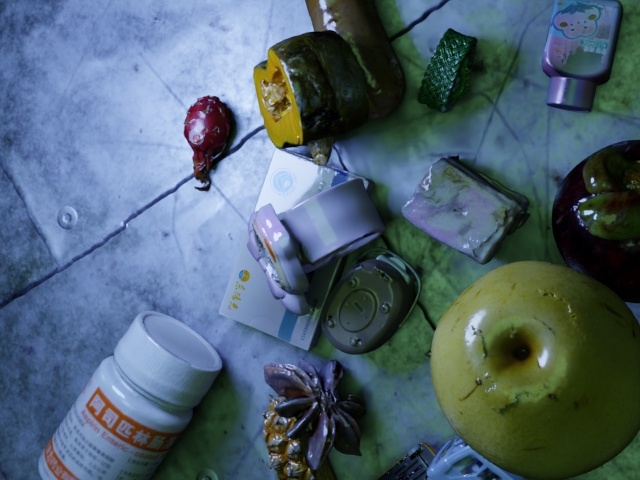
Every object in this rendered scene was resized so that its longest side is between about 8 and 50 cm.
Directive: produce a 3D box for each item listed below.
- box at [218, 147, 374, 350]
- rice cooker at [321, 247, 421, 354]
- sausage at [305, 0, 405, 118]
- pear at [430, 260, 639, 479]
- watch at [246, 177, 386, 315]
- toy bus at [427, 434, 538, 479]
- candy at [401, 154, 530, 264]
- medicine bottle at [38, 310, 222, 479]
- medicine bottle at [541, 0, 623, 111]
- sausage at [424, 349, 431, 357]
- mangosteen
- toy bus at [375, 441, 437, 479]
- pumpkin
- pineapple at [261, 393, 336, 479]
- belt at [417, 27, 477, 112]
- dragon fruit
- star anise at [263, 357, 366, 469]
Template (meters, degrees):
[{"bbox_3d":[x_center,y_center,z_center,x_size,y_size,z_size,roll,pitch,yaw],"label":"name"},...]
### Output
[{"bbox_3d":[-0.047,0.014,1.862,0.200,0.065,0.343,21,97,16],"label":"box"},{"bbox_3d":[0.088,0.117,1.790,0.145,0.127,0.206,38,109,13],"label":"rice cooker"},{"bbox_3d":[0.035,-0.461,1.803,0.136,0.123,0.501,-18,84,19],"label":"sausage"},{"bbox_3d":[0.342,0.200,1.521,0.348,0.348,0.348,0,91,17],"label":"pear"},{"bbox_3d":[0.000,0.000,1.729,0.217,0.248,0.211,-25,83,-11],"label":"watch"},{"bbox_3d":[0.350,0.457,1.689,0.329,0.109,0.136,38,133,8],"label":"toy bus"},{"bbox_3d":[0.258,-0.056,1.714,0.195,0.185,0.137,33,104,10],"label":"candy"},{"bbox_3d":[-0.366,0.337,1.890,0.211,0.211,0.371,38,101,14],"label":"medicine bottle"},{"bbox_3d":[0.446,-0.322,1.690,0.119,0.094,0.188,12,94,15],"label":"medicine bottle"},{"bbox_3d":[0.320,0.279,1.719,0.317,0.125,0.117,31,100,15],"label":"sausage"},{"bbox_3d":[0.512,-0.037,1.574,0.288,0.288,0.288,0,91,17],"label":"mangosteen"},{"bbox_3d":[0.158,0.440,1.798,0.162,0.074,0.069,-43,71,15],"label":"toy bus"},{"bbox_3d":[-0.018,-0.243,1.734,0.139,0.317,0.222,-23,95,-16],"label":"pumpkin"},{"bbox_3d":[-0.050,0.392,1.831,0.079,0.135,0.233,-22,85,17],"label":"pineapple"},{"bbox_3d":[0.234,-0.297,1.745,0.079,0.121,0.151,27,110,10],"label":"belt"},{"bbox_3d":[-0.224,-0.189,1.907,0.094,0.094,0.190,9,98,17],"label":"dragon fruit"},{"bbox_3d":[-0.006,0.301,1.790,0.236,0.229,0.093,36,133,-4],"label":"star anise"}]
